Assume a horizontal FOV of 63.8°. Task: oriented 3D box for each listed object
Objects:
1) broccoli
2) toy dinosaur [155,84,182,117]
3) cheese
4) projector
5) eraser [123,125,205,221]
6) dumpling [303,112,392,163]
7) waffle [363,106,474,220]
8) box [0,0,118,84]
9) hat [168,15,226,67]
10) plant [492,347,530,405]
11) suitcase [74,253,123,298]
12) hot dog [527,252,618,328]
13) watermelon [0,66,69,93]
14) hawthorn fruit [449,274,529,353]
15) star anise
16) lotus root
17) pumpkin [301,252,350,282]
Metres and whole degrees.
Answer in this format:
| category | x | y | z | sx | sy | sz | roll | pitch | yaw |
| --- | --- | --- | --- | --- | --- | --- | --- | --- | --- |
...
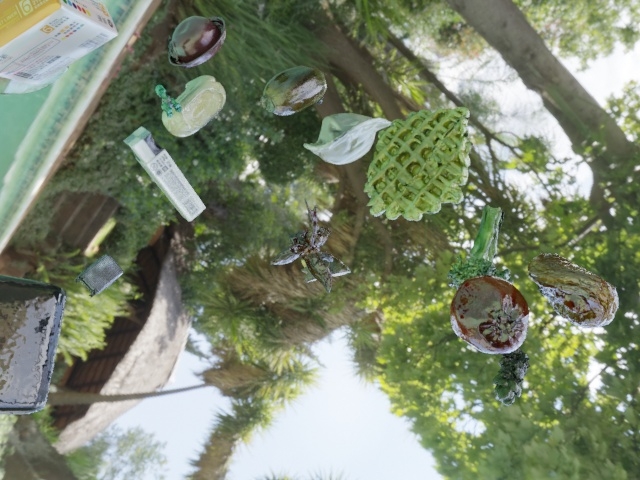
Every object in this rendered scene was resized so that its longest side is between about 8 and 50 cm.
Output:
| category | x | y | z | sx | sy | sz | roll | pitch | yaw |
| --- | --- | --- | --- | --- | --- | --- | --- | --- | --- |
| broccoli | 0.502 | 0.052 | 1.542 | 0.177 | 0.198 | 0.275 | 11 | -112 | 34 |
| toy dinosaur | -0.524 | -0.474 | 1.751 | 0.059 | 0.096 | 0.132 | -37 | -178 | -16 |
| cheese | -0.478 | -0.508 | 1.938 | 0.266 | 0.127 | 0.233 | -46 | -148 | -8 |
| projector | -1.008 | 0.302 | 1.513 | 0.242 | 0.405 | 0.395 | -21 | -118 | 47 |
| eraser | -0.600 | -0.250 | 2.008 | 0.098 | 0.404 | 0.096 | -44 | -135 | -16 |
| dumpling | 0.085 | -0.341 | 1.624 | 0.243 | 0.175 | 0.227 | -49 | -178 | 0 |
| waffle | 0.242 | -0.199 | 1.311 | 0.297 | 0.073 | 0.317 | -7 | -116 | 40 |
| box | -0.642 | -0.470 | 1.177 | 0.274 | 0.091 | 0.221 | -26 | -178 | 10 |
| hat | -0.372 | -0.597 | 1.510 | 0.205 | 0.089 | 0.205 | -13 | -124 | 20 |
| plant | 0.469 | 0.336 | 1.274 | 0.087 | 0.085 | 0.174 | -33 | -166 | 45 |
| suitcase | -0.669 | 0.106 | 1.561 | 0.126 | 0.086 | 0.059 | -47 | -164 | -31 |
| hot dog | 0.526 | 0.100 | 1.083 | 0.099 | 0.160 | 0.227 | -43 | -174 | 2 |
| watermelon | -1.042 | -0.634 | 1.824 | 0.310 | 0.193 | 0.232 | -33 | 158 | -39 |
| hawthorn fruit | 0.358 | 0.158 | 1.117 | 0.169 | 0.169 | 0.188 | -56 | -175 | 0 |
| star anise | -0.008 | 0.000 | 1.050 | 0.144 | 0.140 | 0.158 | -43 | -150 | 47 |
| lotus root | -0.077 | -0.461 | 1.578 | 0.241 | 0.124 | 0.123 | -36 | 167 | -39 |
| pumpkin | 0.034 | 0.097 | 2.245 | 0.149 | 0.254 | 0.130 | -21 | -101 | 34 |
